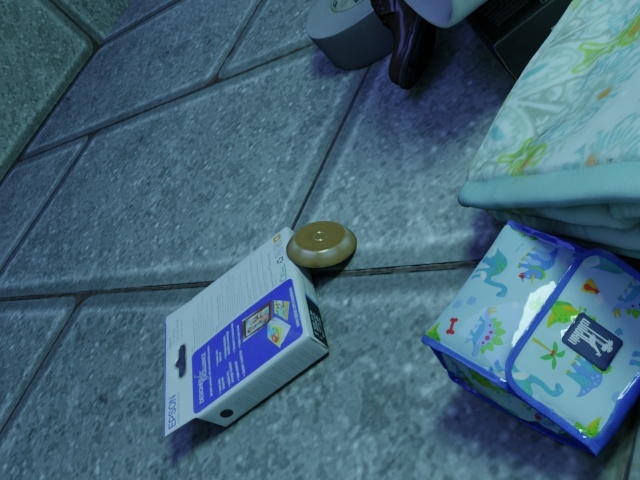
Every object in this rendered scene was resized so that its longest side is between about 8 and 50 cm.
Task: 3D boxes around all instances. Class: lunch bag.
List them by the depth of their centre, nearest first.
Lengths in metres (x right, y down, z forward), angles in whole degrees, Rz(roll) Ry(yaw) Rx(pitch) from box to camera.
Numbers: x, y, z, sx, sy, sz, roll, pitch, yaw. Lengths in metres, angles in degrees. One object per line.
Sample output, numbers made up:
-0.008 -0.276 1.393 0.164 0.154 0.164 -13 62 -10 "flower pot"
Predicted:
0.174 0.072 0.571 0.151 0.096 0.129 29 75 43 "lunch bag"

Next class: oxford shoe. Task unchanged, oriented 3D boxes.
0.108 -0.302 1.020 0.096 0.083 0.227 3 69 15 "oxford shoe"

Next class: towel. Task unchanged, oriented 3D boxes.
0.270 -0.138 0.572 0.321 0.090 0.374 -56 14 -3 "towel"

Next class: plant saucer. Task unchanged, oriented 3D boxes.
0.000 0.000 0.883 0.083 0.015 0.083 -6 36 5 "plant saucer"

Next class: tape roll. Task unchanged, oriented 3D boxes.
0.082 -0.368 1.174 0.219 0.072 0.219 -31 36 26 "tape roll"

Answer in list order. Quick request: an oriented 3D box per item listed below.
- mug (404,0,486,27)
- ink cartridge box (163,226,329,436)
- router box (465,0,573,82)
0.154 -0.466 0.778 0.328 0.374 0.276 -37 -7 3 "mug"
-0.095 0.108 0.888 0.208 0.045 0.206 -36 33 15 "ink cartridge box"
0.303 -0.336 0.866 0.308 0.081 0.243 -36 33 17 "router box"
